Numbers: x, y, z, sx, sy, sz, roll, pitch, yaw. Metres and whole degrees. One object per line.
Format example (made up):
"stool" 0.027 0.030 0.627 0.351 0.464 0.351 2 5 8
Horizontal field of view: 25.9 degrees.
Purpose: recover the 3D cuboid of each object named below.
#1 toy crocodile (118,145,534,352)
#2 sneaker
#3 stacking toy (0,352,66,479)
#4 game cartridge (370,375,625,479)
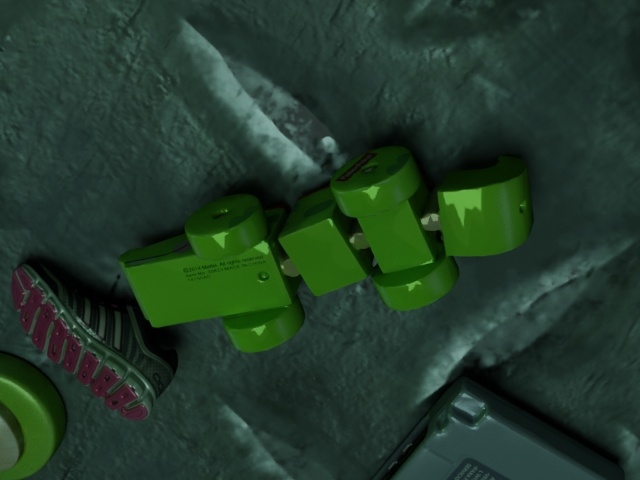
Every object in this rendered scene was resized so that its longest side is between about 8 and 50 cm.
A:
"toy crocodile" 0.000 0.000 1.092 0.341 0.105 0.115 -16 116 21
"sneaker" -0.188 0.075 1.179 0.170 0.075 0.063 41 137 10
"stacking toy" -0.371 0.239 1.252 0.309 0.130 0.279 10 120 3
"game cartridge" 0.127 0.270 1.241 0.196 0.060 0.294 33 118 -6
